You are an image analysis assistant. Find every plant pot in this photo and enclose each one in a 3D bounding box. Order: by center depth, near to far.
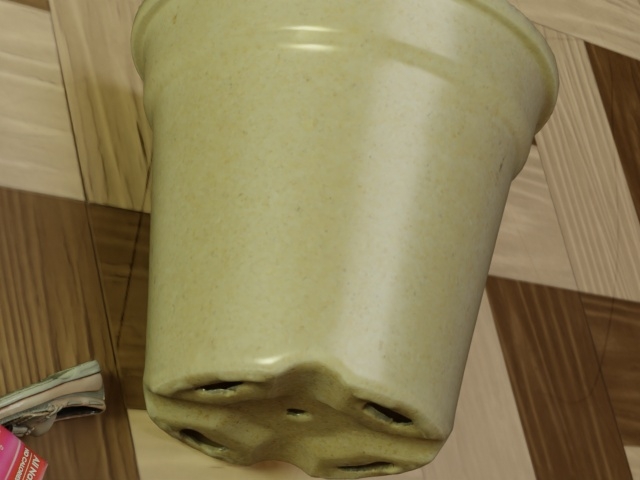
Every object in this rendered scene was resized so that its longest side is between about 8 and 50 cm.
[{"bbox_3d":[0.000,0.000,1.381,0.334,0.334,0.305,29,57,-37],"label":"plant pot"}]

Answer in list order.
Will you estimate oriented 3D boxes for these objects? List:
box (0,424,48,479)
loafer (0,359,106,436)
[{"bbox_3d":[-0.268,0.203,1.044,0.128,0.123,0.257,43,39,-25],"label":"box"},{"bbox_3d":[-0.188,0.115,1.274,0.125,0.045,0.039,-22,91,-57],"label":"loafer"}]
